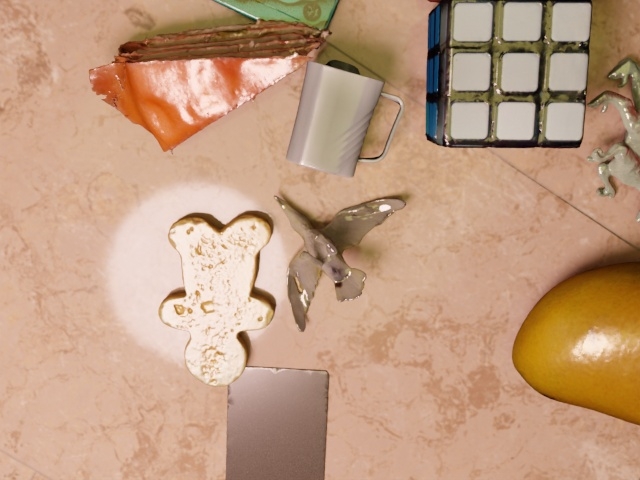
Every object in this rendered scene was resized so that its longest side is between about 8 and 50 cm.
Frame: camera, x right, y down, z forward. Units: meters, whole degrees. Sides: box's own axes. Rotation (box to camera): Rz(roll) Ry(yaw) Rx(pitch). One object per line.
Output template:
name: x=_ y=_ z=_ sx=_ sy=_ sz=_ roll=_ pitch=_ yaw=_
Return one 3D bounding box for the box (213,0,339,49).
box: x=-0.030 y=-0.367 z=0.862 sx=0.161 sy=0.042 sz=0.226 roll=24 pitch=101 yaw=-3

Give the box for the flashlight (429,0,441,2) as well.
flashlight: x=0.238 y=-0.319 z=0.848 sx=0.232 sy=0.093 sz=0.093 roll=1 pitch=101 yaw=-4

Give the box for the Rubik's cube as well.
Rubik's cube: x=0.205 y=-0.191 z=0.832 sx=0.163 sy=0.162 sz=0.160 roll=0 pitch=102 yaw=0

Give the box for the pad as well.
pad: x=-0.062 y=0.278 z=1.011 sx=0.143 sy=0.003 sz=0.211 roll=3 pitch=101 yaw=0

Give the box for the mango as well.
mango: x=0.402 y=0.130 z=0.893 sx=0.317 sy=0.173 sz=0.211 roll=1 pitch=107 yaw=13

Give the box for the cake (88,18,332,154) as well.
cake: x=-0.120 y=-0.189 z=0.856 sx=0.287 sy=0.098 sz=0.135 roll=-10 pitch=115 yaw=16

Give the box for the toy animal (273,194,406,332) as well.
toy animal: x=0.000 y=0.000 z=0.909 sx=0.219 sy=0.095 sz=0.155 roll=-44 pitch=102 yaw=8

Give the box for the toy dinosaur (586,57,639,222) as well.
toy dinosaur: x=0.414 y=-0.156 z=0.891 sx=0.167 sy=0.053 sz=0.242 roll=31 pitch=100 yaw=-6

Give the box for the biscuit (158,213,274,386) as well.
biscuit: x=-0.137 y=0.081 z=0.959 sx=0.153 sy=0.030 sz=0.234 roll=0 pitch=101 yaw=2

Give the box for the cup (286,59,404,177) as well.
cup: x=0.031 y=-0.148 z=0.880 sx=0.128 sy=0.095 sz=0.129 roll=15 pitch=104 yaw=-4
